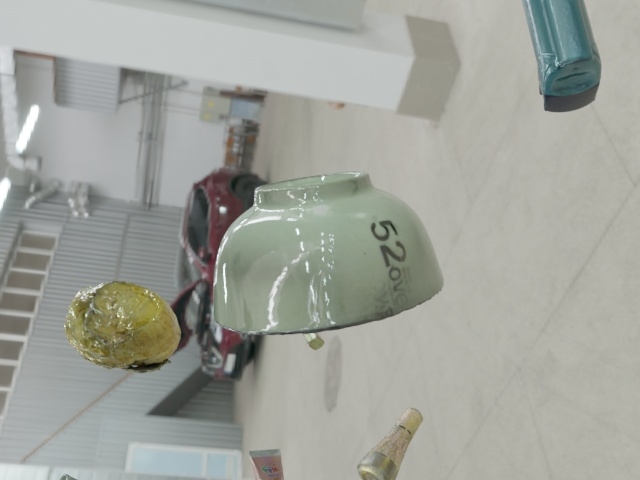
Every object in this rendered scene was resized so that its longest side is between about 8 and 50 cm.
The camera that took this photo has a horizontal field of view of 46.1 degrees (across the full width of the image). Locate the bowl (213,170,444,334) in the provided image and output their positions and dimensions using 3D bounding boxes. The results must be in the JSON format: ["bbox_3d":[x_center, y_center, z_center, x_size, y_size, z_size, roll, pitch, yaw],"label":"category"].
[{"bbox_3d":[0.000,0.000,1.134,0.354,0.354,0.185,-138,39,-77],"label":"bowl"}]

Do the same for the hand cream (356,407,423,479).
[{"bbox_3d":[0.161,0.445,1.643,0.203,0.084,0.084,-48,-13,-37],"label":"hand cream"}]

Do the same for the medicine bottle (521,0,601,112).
[{"bbox_3d":[0.327,-0.316,1.049,0.124,0.079,0.258,31,-132,-75],"label":"medicine bottle"}]

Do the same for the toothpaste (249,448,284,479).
[{"bbox_3d":[-0.077,0.450,1.268,0.043,0.067,0.194,-36,57,41],"label":"toothpaste"}]

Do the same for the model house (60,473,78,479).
[{"bbox_3d":[-0.592,0.601,1.783,0.066,0.078,0.083,-43,14,-12],"label":"model house"}]

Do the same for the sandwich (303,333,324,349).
[{"bbox_3d":[-0.013,0.211,1.590,0.031,0.044,0.083,-40,14,0],"label":"sandwich"}]

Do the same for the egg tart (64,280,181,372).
[{"bbox_3d":[-0.404,0.163,1.563,0.232,0.252,0.098,-43,-14,-47],"label":"egg tart"}]
